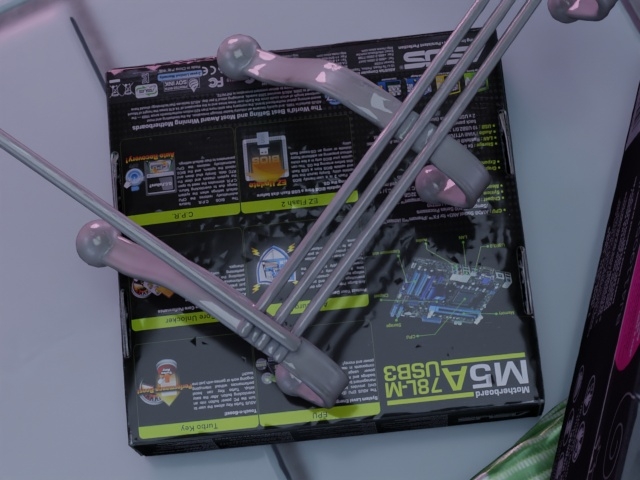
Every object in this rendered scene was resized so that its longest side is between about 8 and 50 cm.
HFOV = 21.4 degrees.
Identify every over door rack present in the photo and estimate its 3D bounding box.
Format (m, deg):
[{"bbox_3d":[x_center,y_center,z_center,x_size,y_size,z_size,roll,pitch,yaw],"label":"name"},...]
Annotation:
[{"bbox_3d":[-0.062,-0.115,0.735,0.324,0.108,0.239,37,78,-7],"label":"over door rack"}]

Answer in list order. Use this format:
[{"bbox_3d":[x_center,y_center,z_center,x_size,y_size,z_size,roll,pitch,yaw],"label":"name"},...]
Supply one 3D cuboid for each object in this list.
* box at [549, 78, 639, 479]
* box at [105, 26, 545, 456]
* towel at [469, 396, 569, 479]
[{"bbox_3d":[0.193,0.008,0.674,0.142,0.163,0.247,15,77,1],"label":"box"},{"bbox_3d":[0.000,0.000,0.790,0.190,0.045,0.184,-7,77,2],"label":"box"},{"bbox_3d":[0.231,0.128,0.746,0.325,0.038,0.248,-36,77,-7],"label":"towel"}]
